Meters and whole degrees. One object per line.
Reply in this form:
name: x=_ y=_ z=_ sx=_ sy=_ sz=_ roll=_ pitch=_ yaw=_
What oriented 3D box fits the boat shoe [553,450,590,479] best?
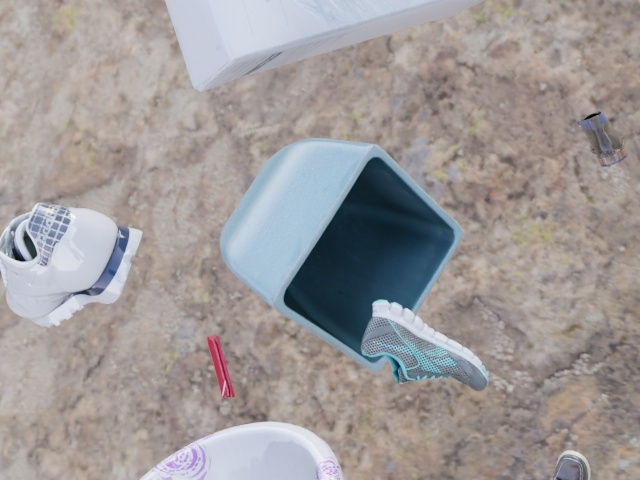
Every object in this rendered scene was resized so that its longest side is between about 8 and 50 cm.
boat shoe: x=0.395 y=0.402 z=1.302 sx=0.056 sy=0.049 sz=0.152 roll=12 pitch=124 yaw=25

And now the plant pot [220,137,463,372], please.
plant pot: x=0.000 y=0.000 z=1.185 sx=0.252 sy=0.248 sz=0.247 roll=24 pitch=80 yaw=48

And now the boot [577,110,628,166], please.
boot: x=0.597 y=-0.237 z=1.728 sx=0.082 sy=0.219 sz=0.106 roll=-24 pitch=104 yaw=18

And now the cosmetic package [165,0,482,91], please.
cosmetic package: x=-0.007 y=-0.248 z=0.562 sx=0.138 sy=0.225 sz=0.223 roll=6 pitch=116 yaw=72

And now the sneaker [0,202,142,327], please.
sneaker: x=-0.247 y=0.017 z=0.733 sx=0.235 sy=0.095 sz=0.090 roll=-24 pitch=50 yaw=50

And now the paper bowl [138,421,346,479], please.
paper bowl: x=-0.089 y=0.334 z=0.843 sx=0.284 sy=0.148 sz=0.284 roll=-19 pitch=24 yaw=9

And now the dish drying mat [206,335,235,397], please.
dish drying mat: x=-0.133 y=0.166 z=1.074 sx=0.032 sy=0.008 sz=0.083 roll=-14 pitch=93 yaw=57

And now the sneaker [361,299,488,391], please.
sneaker: x=0.117 y=0.139 z=0.948 sx=0.076 sy=0.167 sz=0.065 roll=-59 pitch=7 yaw=-13
